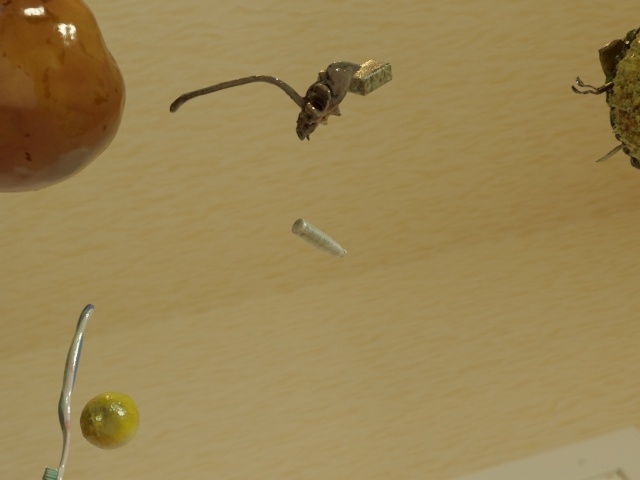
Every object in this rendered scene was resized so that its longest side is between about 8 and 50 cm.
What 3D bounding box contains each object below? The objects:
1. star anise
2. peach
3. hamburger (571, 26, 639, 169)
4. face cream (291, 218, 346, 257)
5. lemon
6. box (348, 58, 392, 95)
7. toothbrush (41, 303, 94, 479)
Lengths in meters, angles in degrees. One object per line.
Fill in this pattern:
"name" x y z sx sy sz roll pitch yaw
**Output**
"star anise" -0.082 -0.232 1.289 0.218 0.227 0.148 -57 -178 3
"peach" -0.481 -0.244 1.286 0.343 0.302 0.343 43 -24 24
"hamburger" 0.394 -0.144 0.830 0.262 0.139 0.243 -28 -97 36
"face cream" 0.000 0.000 1.623 0.130 0.034 0.034 32 20 -36
"lemon" -0.299 0.256 1.180 0.110 0.082 0.082 76 0 -79
"box" 0.102 -0.347 1.769 0.062 0.098 0.045 22 -43 37
"toothbrush" -0.317 0.199 1.047 0.021 0.027 0.269 -29 -134 39
